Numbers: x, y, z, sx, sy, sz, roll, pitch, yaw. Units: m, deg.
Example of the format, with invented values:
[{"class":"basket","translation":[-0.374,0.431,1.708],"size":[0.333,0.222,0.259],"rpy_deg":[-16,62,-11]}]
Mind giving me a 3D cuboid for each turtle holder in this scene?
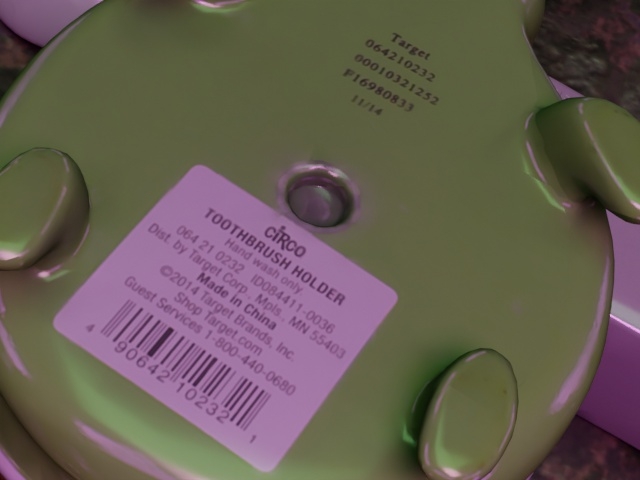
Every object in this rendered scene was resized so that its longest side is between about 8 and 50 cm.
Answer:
[{"class":"turtle holder","translation":[-0.019,0.002,0.635],"size":[0.243,0.227,0.320],"rpy_deg":[9,55,-10]}]

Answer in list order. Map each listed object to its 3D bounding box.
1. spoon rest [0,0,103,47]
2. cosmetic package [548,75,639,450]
[{"class":"spoon rest","translation":[-0.058,-0.154,0.911],"size":[0.276,0.084,0.137],"rpy_deg":[4,55,4]},{"class":"cosmetic package","translation":[0.135,0.006,0.831],"size":[0.238,0.107,0.127],"rpy_deg":[33,57,4]}]
